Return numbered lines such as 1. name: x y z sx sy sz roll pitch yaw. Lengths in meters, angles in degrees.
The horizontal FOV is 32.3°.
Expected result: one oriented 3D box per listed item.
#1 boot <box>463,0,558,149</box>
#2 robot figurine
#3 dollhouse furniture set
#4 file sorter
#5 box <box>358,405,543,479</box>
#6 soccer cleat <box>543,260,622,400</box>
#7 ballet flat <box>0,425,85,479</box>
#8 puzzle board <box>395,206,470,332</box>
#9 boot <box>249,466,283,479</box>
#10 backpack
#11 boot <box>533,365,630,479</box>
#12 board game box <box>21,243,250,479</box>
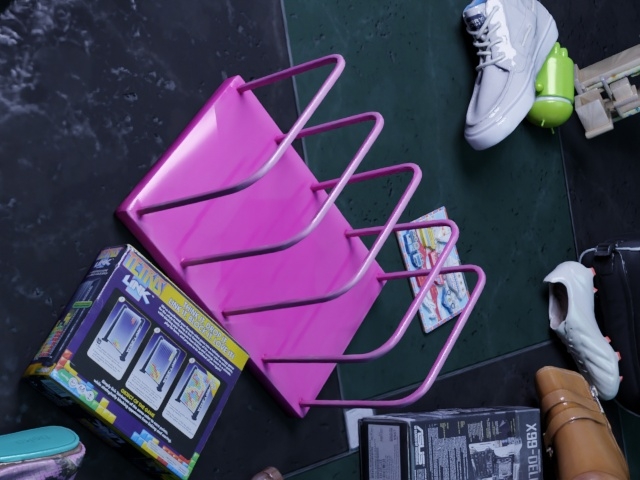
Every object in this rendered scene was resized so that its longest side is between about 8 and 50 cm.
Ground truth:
1. boot: 0.211 -0.233 1.374 0.123 0.095 0.258 47 46 -22
2. robot figurine: 0.302 -0.201 1.463 0.101 0.067 0.115 17 73 -55
3. dollhouse furniture set: 0.444 -0.200 1.488 0.101 0.181 0.161 58 24 -22
4. file sorter: 0.000 0.000 1.056 0.291 0.182 0.202 53 52 -26
5. box: 0.156 0.344 1.238 0.242 0.076 0.308 3 82 -45
6. soccer cleat: 0.342 0.125 1.467 0.076 0.068 0.196 -21 98 -29
7. ballet flat: -0.281 0.187 0.839 0.221 0.077 0.079 6 100 -44
8. puzzle board: 0.137 0.033 1.308 0.096 0.011 0.128 -24 102 -44
9. boot: -0.068 0.285 1.052 0.114 0.037 0.106 -25 89 -47
10. backpack: 0.481 0.114 1.490 0.191 0.225 0.254 -12 97 -40
11. boot: 0.313 0.246 1.318 0.283 0.109 0.220 36 36 -56
12. board game box: -0.158 0.110 0.980 0.170 0.048 0.141 47 53 -29
